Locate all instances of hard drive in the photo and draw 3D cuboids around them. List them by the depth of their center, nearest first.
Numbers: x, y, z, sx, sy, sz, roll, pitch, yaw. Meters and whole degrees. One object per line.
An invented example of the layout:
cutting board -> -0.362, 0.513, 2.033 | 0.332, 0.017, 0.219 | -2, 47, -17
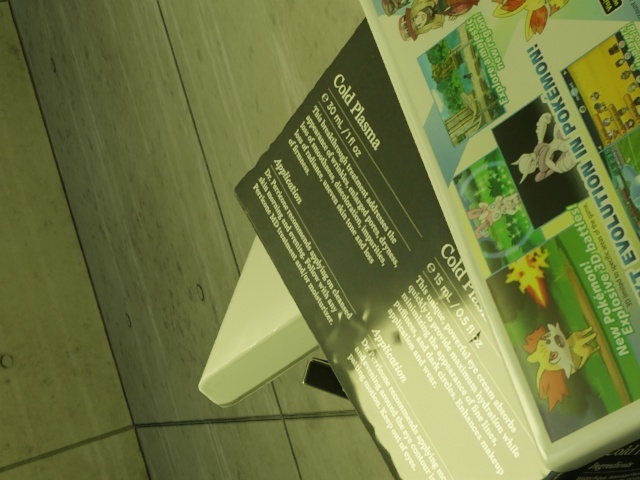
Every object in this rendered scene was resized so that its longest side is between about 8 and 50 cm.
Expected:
hard drive -> 0.000, 0.000, 1.182 | 0.203, 0.307, 0.040 | -36, 111, 30

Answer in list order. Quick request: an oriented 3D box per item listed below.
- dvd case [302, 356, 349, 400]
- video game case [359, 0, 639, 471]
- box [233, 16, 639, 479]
dvd case -> 0.092, 0.149, 1.151 | 0.238, 0.179, 0.030 | 36, -108, -76
video game case -> 0.184, -0.088, 0.675 | 0.300, 0.036, 0.329 | -35, 62, 31
box -> 0.151, -0.012, 0.853 | 0.312, 0.179, 0.343 | -51, 54, 31
